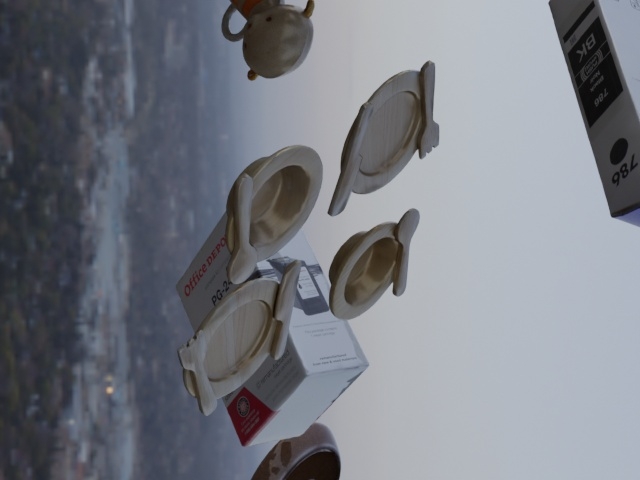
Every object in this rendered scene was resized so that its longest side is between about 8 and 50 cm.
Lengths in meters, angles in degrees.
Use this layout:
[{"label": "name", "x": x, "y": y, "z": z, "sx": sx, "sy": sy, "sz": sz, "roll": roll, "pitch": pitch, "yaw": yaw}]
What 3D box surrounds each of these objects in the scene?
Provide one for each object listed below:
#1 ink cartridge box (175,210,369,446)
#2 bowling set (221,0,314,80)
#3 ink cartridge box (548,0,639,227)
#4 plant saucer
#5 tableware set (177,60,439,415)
[{"label": "ink cartridge box", "x": -0.041, "y": 0.062, "z": 0.910, "sx": 0.109, "sy": 0.063, "sz": 0.150, "roll": -52, "pitch": -125, "yaw": 41}, {"label": "bowling set", "x": -0.008, "y": -0.218, "z": 0.641, "sx": 0.287, "sy": 0.199, "sz": 0.154, "roll": -42, "pitch": -126, "yaw": 28}, {"label": "ink cartridge box", "x": 0.293, "y": -0.085, "z": 0.966, "sx": 0.065, "sy": 0.165, "sz": 0.333, "roll": -53, "pitch": -152, "yaw": 39}, {"label": "plant saucer", "x": -0.028, "y": 0.294, "z": 1.400, "sx": 0.029, "sy": 0.168, "sz": 0.169, "roll": 26, "pitch": -48, "yaw": 33}, {"label": "tableware set", "x": 0.000, "y": 0.000, "z": 0.543, "sx": 0.020, "sy": 0.168, "sz": 0.141, "roll": 34, "pitch": -44, "yaw": 29}]
